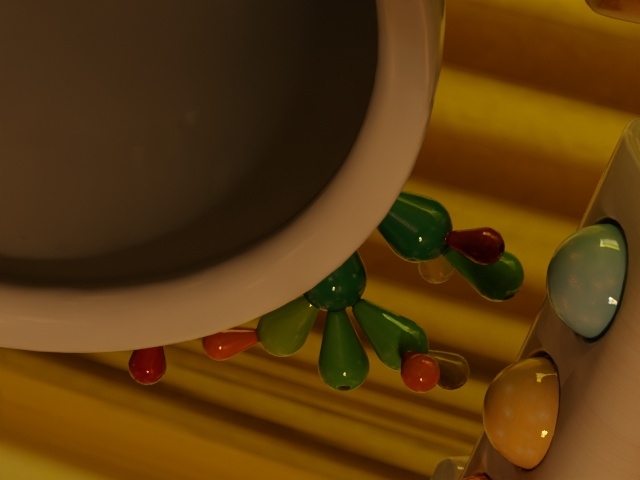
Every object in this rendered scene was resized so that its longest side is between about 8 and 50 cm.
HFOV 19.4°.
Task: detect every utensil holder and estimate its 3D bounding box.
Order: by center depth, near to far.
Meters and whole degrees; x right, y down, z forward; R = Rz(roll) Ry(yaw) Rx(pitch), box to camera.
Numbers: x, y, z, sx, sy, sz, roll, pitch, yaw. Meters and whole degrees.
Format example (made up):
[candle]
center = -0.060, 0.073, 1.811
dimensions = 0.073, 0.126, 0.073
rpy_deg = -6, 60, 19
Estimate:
[utensil holder]
center = -0.092, -0.204, 0.743
dimensions = 0.385, 0.328, 0.327
rpy_deg = -76, -10, -45

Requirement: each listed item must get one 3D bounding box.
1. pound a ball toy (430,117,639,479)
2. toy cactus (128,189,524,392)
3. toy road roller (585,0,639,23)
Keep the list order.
[pound a ball toy]
center = 0.128, 0.085, 0.942
dimensions = 0.208, 0.136, 0.319
rpy_deg = -104, 30, -53
[toy cactus]
center = 0.000, 0.000, 1.007
dimensions = 0.112, 0.219, 0.180
rpy_deg = -80, -14, -75
[toy road roller]
center = 0.269, -0.239, 1.188
dimensions = 0.329, 0.203, 0.240
rpy_deg = -89, 9, -75
